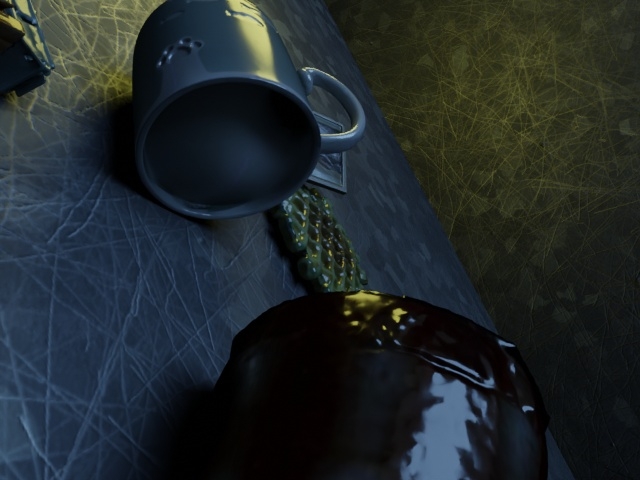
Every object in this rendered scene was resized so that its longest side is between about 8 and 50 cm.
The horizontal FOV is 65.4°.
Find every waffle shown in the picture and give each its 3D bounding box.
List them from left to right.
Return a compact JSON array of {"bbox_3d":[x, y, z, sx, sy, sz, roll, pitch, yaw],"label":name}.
[{"bbox_3d":[0.000,0.000,1.075,0.291,0.056,0.309,63,22,10],"label":"waffle"}]

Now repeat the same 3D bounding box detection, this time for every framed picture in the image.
[{"bbox_3d":[-0.051,-0.221,1.095,0.266,0.018,0.192,15,63,-32],"label":"framed picture"}]

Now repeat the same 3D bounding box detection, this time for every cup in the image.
[{"bbox_3d":[-0.109,-0.222,0.781,0.357,0.259,0.274,-5,53,-19],"label":"cup"}]

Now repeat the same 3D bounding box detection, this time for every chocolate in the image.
[{"bbox_3d":[0.035,0.276,0.465,0.383,0.384,0.331,48,37,-25],"label":"chocolate"}]

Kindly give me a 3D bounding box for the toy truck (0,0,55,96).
[{"bbox_3d":[-0.418,-0.330,0.538,0.338,0.133,0.184,65,13,8],"label":"toy truck"}]
